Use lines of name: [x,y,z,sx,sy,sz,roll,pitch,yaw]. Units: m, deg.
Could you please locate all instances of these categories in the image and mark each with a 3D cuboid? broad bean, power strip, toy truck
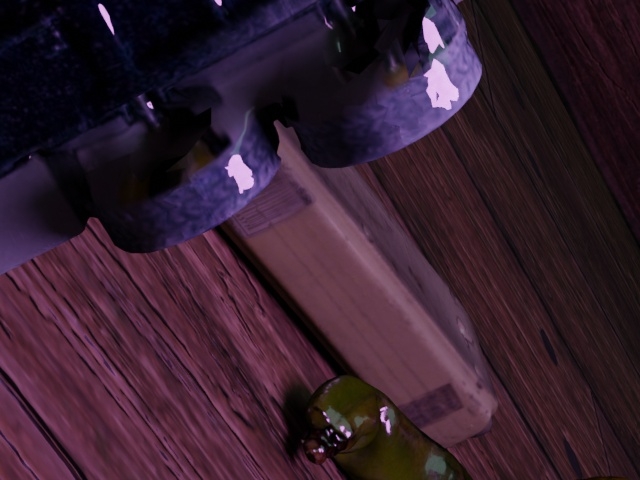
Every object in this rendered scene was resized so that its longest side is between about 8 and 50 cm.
broad bean: [0.040,0.118,0.955,0.195,0.046,0.061,42,38,-48]
power strip: [0.000,0.000,0.984,0.387,0.066,0.092,50,19,-42]
toy truck: [-0.072,-0.059,0.418,0.108,0.257,0.140,59,9,-25]

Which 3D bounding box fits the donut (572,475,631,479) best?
donut: [0.207,0.265,1.211,0.272,0.107,0.272,-23,90,-79]
